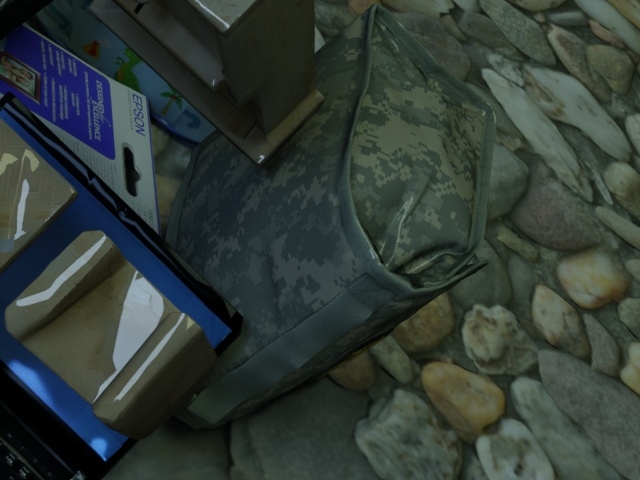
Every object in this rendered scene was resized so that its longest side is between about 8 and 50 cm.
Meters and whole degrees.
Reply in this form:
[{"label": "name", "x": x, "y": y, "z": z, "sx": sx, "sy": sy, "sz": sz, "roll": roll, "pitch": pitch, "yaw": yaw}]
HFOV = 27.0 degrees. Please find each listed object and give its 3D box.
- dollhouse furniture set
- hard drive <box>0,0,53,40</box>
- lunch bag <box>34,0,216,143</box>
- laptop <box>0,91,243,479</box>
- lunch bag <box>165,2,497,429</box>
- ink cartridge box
[{"label": "dollhouse furniture set", "x": -0.194, "y": -0.042, "z": 0.800, "sx": 0.362, "sy": 0.256, "sz": 0.394, "roll": 43, "pitch": 81, "yaw": 9}, {"label": "hard drive", "x": -0.343, "y": -0.204, "z": 0.946, "sx": 0.237, "sy": 0.064, "sz": 0.339, "roll": 43, "pitch": 65, "yaw": 2}, {"label": "lunch bag", "x": -0.142, "y": -0.204, "z": 1.223, "sx": 0.219, "sy": 0.090, "sz": 0.176, "roll": 38, "pitch": 34, "yaw": -8}, {"label": "laptop", "x": -0.221, "y": 0.068, "z": 0.840, "sx": 0.234, "sy": 0.136, "sz": 0.264, "roll": 44, "pitch": 35, "yaw": 3}, {"label": "lunch bag", "x": 0.000, "y": 0.000, "z": 1.014, "sx": 0.169, "sy": 0.235, "sz": 0.287, "roll": 39, "pitch": 38, "yaw": -23}, {"label": "ink cartridge box", "x": -0.217, "y": -0.077, "z": 1.049, "sx": 0.208, "sy": 0.045, "sz": 0.206, "roll": 30, "pitch": 37, "yaw": -40}]
